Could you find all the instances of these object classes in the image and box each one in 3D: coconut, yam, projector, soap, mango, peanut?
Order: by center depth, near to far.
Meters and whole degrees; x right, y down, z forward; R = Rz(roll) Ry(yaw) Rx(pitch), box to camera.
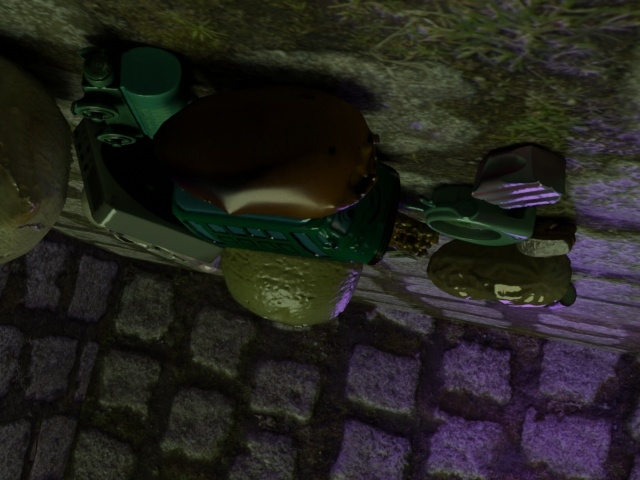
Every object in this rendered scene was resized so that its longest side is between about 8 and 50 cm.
[{"bbox_3d":[-0.067,-0.115,0.906,0.287,0.201,0.152,0,148,10],"label":"mango"},{"bbox_3d":[0.279,-0.088,0.979,0.100,0.056,0.149,15,171,-24],"label":"soap"},{"bbox_3d":[-0.549,-0.121,1.039,0.346,0.346,0.360,14,178,-6],"label":"coconut"},{"bbox_3d":[-0.305,-0.097,1.264,0.259,0.079,0.257,23,-150,-45],"label":"projector"},{"bbox_3d":[0.361,0.061,1.449,0.313,0.152,0.152,7,169,43],"label":"peanut"},{"bbox_3d":[0.625,0.146,1.835,0.070,0.069,0.146,13,171,1],"label":"yam"}]

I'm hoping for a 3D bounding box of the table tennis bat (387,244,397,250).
[{"bbox_3d":[0.147,0.006,1.786,0.138,0.022,0.246,19,170,-31],"label":"table tennis bat"}]

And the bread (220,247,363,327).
[{"bbox_3d":[-0.064,0.030,1.526,0.321,0.237,0.320,11,-150,-6],"label":"bread"}]

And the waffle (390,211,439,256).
[{"bbox_3d":[0.129,-0.030,1.335,0.193,0.070,0.197,28,-175,28],"label":"waffle"}]

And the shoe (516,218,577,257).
[{"bbox_3d":[0.409,-0.002,1.260,0.109,0.069,0.072,-18,112,51],"label":"shoe"}]

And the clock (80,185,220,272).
[{"bbox_3d":[-0.407,-0.052,1.740,0.326,0.184,0.342,17,165,4],"label":"clock"}]

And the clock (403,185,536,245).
[{"bbox_3d":[0.255,-0.047,1.214,0.211,0.066,0.159,16,170,-15],"label":"clock"}]

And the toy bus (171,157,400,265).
[{"bbox_3d":[-0.067,-0.078,1.122,0.344,0.183,0.199,6,167,30],"label":"toy bus"}]

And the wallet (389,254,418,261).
[{"bbox_3d":[0.232,0.051,1.955,0.044,0.011,0.083,19,169,-32],"label":"wallet"}]

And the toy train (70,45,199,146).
[{"bbox_3d":[-0.249,-0.195,0.971,0.159,0.101,0.248,0,172,-4],"label":"toy train"}]
